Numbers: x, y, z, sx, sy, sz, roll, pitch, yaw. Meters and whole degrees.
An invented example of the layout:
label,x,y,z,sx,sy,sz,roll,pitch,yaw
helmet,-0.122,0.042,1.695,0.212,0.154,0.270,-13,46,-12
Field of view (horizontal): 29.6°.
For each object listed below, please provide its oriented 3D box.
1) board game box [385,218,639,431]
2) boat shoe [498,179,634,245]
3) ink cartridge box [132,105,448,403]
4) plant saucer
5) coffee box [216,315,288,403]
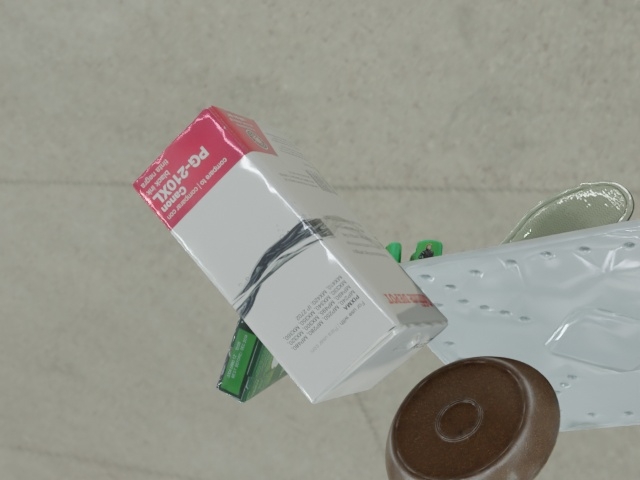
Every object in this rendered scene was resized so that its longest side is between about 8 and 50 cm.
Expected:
label,x,y,z,sx,sy,sz,roll,pitch,yaw
board game box,0.311,0.089,1.301,0.390,0.050,0.390,-11,141,31
boat shoe,0.262,0.007,1.387,0.233,0.079,0.084,-41,73,28
ink cartridge box,-0.020,0.013,1.013,0.100,0.172,0.237,-44,75,12
plant saucer,0.127,0.164,1.065,0.168,0.168,0.029,-3,138,35
coffee box,-0.047,0.105,1.361,0.040,0.184,0.113,25,109,17
